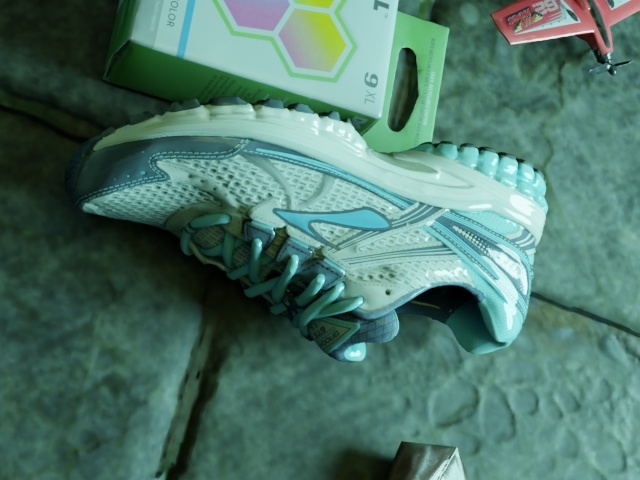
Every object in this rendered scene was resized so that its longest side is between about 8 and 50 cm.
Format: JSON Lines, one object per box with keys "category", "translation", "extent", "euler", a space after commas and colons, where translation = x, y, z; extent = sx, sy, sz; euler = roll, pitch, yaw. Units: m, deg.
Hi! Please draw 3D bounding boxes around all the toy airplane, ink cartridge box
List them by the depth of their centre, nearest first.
{"category": "ink cartridge box", "translation": [-0.012, -0.122, 0.893], "extent": [0.209, 0.062, 0.109], "euler": [16, 67, -17]}
{"category": "toy airplane", "translation": [0.157, -0.174, 0.998], "extent": [0.151, 0.028, 0.151], "euler": [8, 70, -21]}

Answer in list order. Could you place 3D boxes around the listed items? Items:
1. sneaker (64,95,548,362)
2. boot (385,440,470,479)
{"category": "sneaker", "translation": [0.000, 0.000, 0.835], "extent": [0.283, 0.110, 0.122], "euler": [8, 74, -20]}
{"category": "boot", "translation": [0.027, 0.148, 0.836], "extent": [0.106, 0.037, 0.114], "euler": [41, 66, -20]}
